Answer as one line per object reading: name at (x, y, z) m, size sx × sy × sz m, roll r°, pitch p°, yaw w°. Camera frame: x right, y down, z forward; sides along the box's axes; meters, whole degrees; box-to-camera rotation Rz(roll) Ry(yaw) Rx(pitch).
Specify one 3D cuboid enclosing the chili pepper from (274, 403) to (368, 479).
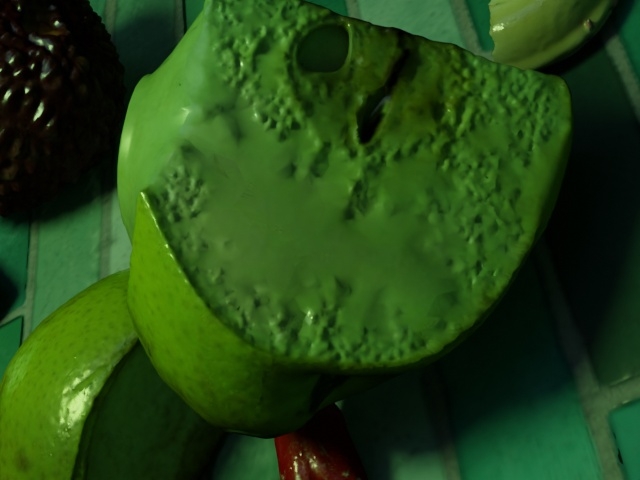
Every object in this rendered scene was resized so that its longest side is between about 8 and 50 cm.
chili pepper at (-0.001, 0.156, 0.742) m, size 0.059 × 0.050 × 0.191 m, roll -21°, pitch 54°, yaw 4°

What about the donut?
donut at (0.178, -0.207, 0.862) m, size 0.108 × 0.065 × 0.166 m, roll -12°, pitch 53°, yaw 32°

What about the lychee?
lychee at (-0.325, -0.139, 1.107) m, size 0.271 × 0.271 × 0.271 m, roll -21°, pitch 48°, yaw 26°

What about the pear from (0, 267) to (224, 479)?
pear at (-0.182, 0.107, 0.878) m, size 0.239 × 0.139 × 0.288 m, roll 11°, pitch 65°, yaw 53°

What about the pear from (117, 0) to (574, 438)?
pear at (0.000, 0.000, 0.741) m, size 0.176 × 0.286 × 0.282 m, roll 119°, pitch 165°, yaw -67°
